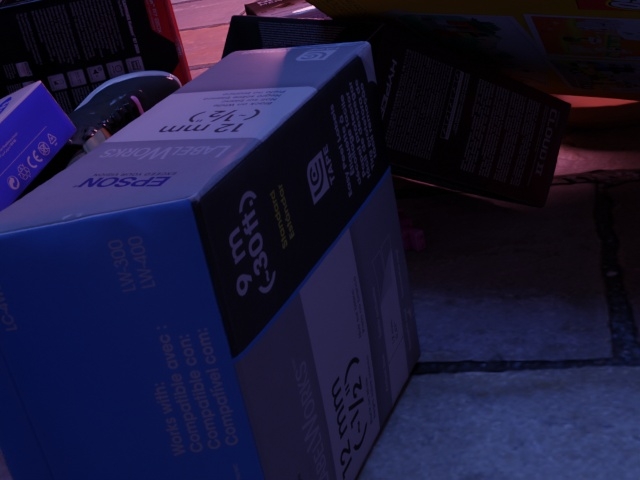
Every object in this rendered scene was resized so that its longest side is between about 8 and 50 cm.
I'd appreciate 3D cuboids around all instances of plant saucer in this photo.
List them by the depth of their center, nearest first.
[{"bbox_3d":[0.344,-0.177,1.088,0.200,0.037,0.200,-11,25,5],"label":"plant saucer"}]

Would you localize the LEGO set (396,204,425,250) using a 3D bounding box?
[{"bbox_3d":[0.000,0.000,0.815,0.227,0.087,0.093,-25,28,-24],"label":"LEGO set"}]

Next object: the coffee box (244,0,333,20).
[{"bbox_3d":[0.042,-0.346,1.478,0.297,0.119,0.168,-15,26,-7],"label":"coffee box"}]

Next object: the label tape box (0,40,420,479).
[{"bbox_3d":[-0.056,0.060,0.520,0.115,0.249,0.348,1,29,23],"label":"label tape box"}]

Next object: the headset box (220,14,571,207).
[{"bbox_3d":[0.077,-0.119,0.878,0.293,0.110,0.218,11,5,-41],"label":"headset box"}]

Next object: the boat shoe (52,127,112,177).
[{"bbox_3d":[-0.231,-0.016,0.938,0.123,0.123,0.342,-33,30,-5],"label":"boat shoe"}]

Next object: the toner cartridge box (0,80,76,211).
[{"bbox_3d":[-0.410,-0.030,0.960,0.165,0.075,0.348,-17,31,29],"label":"toner cartridge box"}]

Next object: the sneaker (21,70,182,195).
[{"bbox_3d":[-0.281,-0.131,1.205,0.295,0.105,0.147,-33,33,-26],"label":"sneaker"}]

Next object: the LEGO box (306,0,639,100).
[{"bbox_3d":[0.215,-0.255,0.785,0.372,0.193,0.500,8,2,20],"label":"LEGO box"}]

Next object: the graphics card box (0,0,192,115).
[{"bbox_3d":[-0.379,-0.241,1.316,0.371,0.233,0.094,-14,29,-3],"label":"graphics card box"}]
